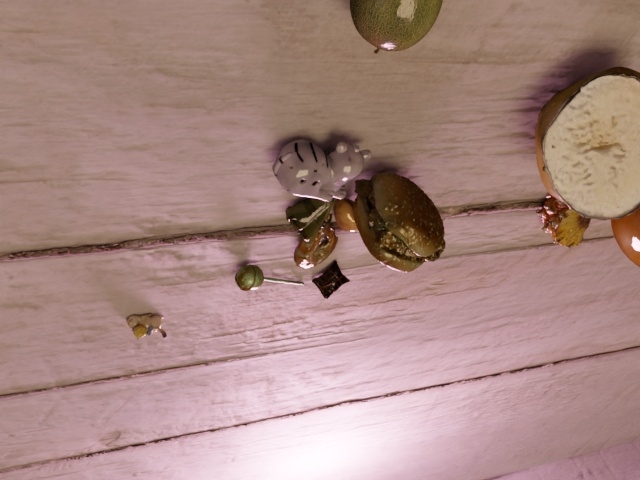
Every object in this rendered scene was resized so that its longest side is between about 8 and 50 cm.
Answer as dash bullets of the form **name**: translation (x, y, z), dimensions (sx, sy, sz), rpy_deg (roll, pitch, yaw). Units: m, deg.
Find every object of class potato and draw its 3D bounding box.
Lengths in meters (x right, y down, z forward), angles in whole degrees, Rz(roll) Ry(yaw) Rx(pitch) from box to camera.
- **potato**: translation (0.544, -0.210, 1.613), dimensions (0.247, 0.196, 0.299), rpy_deg (-8, 116, 1)
- **potato**: translation (0.056, -0.053, 1.634), dimensions (0.068, 0.062, 0.083), rpy_deg (-1, 160, 33)

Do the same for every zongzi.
- **zongzi**: translation (0.035, 0.092, 1.825), dimensions (0.073, 0.067, 0.083), rpy_deg (29, 103, -41)
- **zongzi**: translation (-0.002, -0.040, 1.609), dimensions (0.104, 0.052, 0.113), rpy_deg (-25, 124, 11)

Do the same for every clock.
- **clock**: translation (0.001, -0.142, 1.471), dimensions (0.176, 0.080, 0.117), rpy_deg (7, 136, -37)

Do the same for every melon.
- **melon**: translation (0.113, -0.363, 1.192), dimensions (0.139, 0.139, 0.192), rpy_deg (-5, 137, -24)

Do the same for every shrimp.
- **shrimp**: translation (0.000, 0.000, 1.692), dimensions (0.099, 0.041, 0.180), rpy_deg (-6, 141, -24)

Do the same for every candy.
- **candy**: translation (-0.105, 0.088, 1.753), dimensions (0.061, 0.061, 0.202), rpy_deg (-44, 148, 27)

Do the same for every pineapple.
- **pineapple**: translation (0.580, -0.066, 1.906), dimensions (0.135, 0.079, 0.233), rpy_deg (-20, 140, -19)

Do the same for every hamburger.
- **hamburger**: translation (0.170, -0.041, 1.601), dimensions (0.215, 0.189, 0.122), rpy_deg (27, 129, -35)

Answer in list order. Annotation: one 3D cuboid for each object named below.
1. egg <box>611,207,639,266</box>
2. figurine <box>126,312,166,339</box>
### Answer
- **egg**: translation (0.830, -0.057, 1.871), dimensions (0.283, 0.282, 0.351), rpy_deg (-27, 148, 5)
- **figurine**: translation (-0.375, 0.188, 1.723), dimensions (0.083, 0.050, 0.047), rpy_deg (3, 132, -32)
